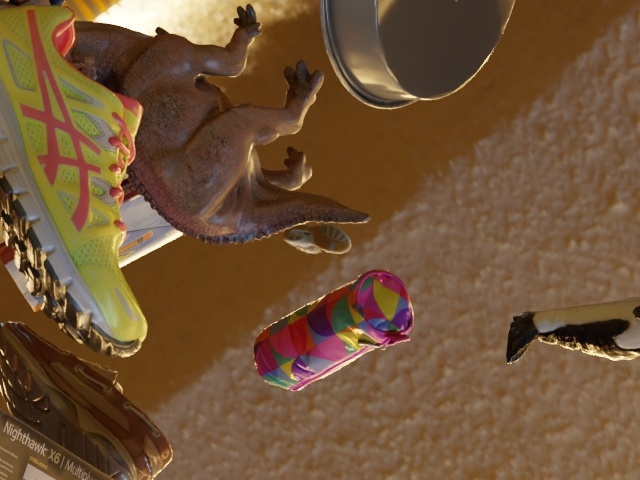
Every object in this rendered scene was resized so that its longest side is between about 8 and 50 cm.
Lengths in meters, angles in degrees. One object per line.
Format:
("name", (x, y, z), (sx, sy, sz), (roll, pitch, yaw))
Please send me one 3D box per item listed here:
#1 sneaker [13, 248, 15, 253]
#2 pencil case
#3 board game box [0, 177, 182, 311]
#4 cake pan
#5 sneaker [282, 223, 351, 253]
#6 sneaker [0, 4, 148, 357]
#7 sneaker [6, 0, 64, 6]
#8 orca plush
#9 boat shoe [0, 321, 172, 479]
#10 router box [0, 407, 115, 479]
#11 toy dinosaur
("sneaker", (-0.231, -0.026, 1.310), (0.059, 0.053, 0.144), (-54, -176, 38))
("pencil case", (0.015, 0.118, 1.770), (0.236, 0.104, 0.104), (-31, -141, 46))
("board game box", (-0.201, -0.023, 1.492), (0.281, 0.145, 0.027), (-28, -112, -10))
("cake pan", (0.110, -0.265, 1.348), (0.054, 0.293, 0.293), (20, -113, 35))
("sneaker", (0.000, 0.000, 1.543), (0.083, 0.037, 0.032), (14, -110, 28))
("sneaker", (-0.128, -0.040, 0.729), (0.094, 0.081, 0.208), (-22, -100, -20))
("sneaker", (-0.240, -0.316, 1.245), (0.121, 0.300, 0.111), (46, -126, 6))
("orca plush", (0.329, 0.109, 1.388), (0.287, 0.151, 0.102), (-9, -90, 16))
("boat shoe", (-0.320, 0.217, 1.840), (0.116, 0.123, 0.324), (-22, -127, -39))
("router box", (-0.281, 0.287, 1.180), (0.081, 0.309, 0.243), (1, -120, 32))
("toy dinosaur", (-0.113, -0.074, 1.029), (0.295, 0.127, 0.200), (46, -125, 5))
